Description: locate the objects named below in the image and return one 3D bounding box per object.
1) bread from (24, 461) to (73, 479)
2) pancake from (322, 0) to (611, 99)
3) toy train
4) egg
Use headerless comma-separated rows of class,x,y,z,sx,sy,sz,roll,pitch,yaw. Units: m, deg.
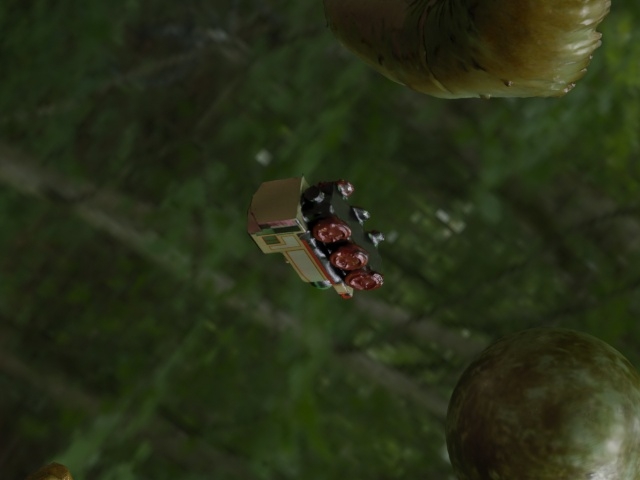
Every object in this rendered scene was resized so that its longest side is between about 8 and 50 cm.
bread,-0.275,0.268,1.798,0.053,0.074,0.132,-16,-176,11
pancake,0.043,-0.150,0.764,0.054,0.197,0.376,-29,165,-13
toy train,0.000,0.000,1.489,0.087,0.138,0.050,-7,-124,21
egg,0.269,0.218,2.085,0.238,0.238,0.289,-55,-167,-9
